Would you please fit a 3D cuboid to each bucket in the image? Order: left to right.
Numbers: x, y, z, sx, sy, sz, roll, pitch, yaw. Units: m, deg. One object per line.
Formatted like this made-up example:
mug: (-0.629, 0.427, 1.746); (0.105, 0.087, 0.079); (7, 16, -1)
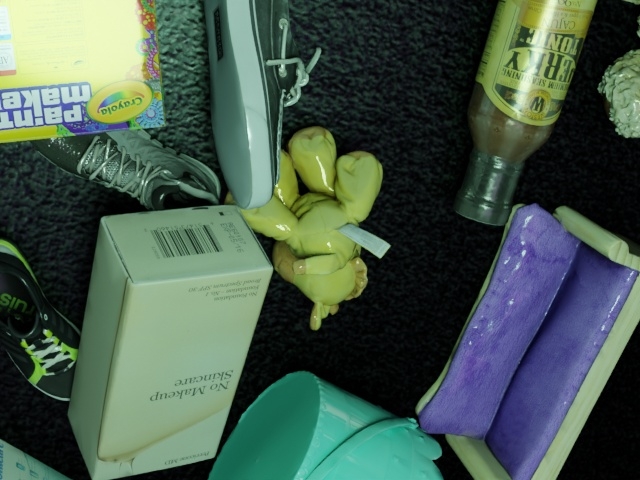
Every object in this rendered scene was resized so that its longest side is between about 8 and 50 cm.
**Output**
bucket: (-0.006, 0.305, 1.276); (0.183, 0.281, 0.281); (35, 97, -20)

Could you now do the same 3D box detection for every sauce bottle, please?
sauce bottle: (0.238, -0.188, 1.244); (0.111, 0.111, 0.344); (8, 107, -18)

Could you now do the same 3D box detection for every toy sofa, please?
toy sofa: (0.280, 0.144, 1.353); (0.177, 0.150, 0.362); (19, 103, -22)

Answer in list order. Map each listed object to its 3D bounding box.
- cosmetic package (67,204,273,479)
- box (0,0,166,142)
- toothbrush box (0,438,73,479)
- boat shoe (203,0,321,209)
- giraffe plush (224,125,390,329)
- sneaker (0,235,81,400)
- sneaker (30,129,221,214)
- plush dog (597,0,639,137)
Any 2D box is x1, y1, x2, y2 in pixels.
cosmetic package: (-0.173, 0.116, 1.167); (0.160, 0.113, 0.309); (-7, 134, -28)
box: (-0.311, -0.206, 0.996); (0.290, 0.279, 0.177); (-7, 111, -12)
toothbrush box: (-0.361, 0.399, 1.284); (0.295, 0.126, 0.216); (39, 95, -23)
boat shoe: (-0.061, -0.188, 1.139); (0.105, 0.113, 0.306); (-5, 83, -24)
giraffe plush: (0.000, 0.000, 1.234); (0.181, 0.210, 0.170); (-31, 149, -18)
sneaker: (-0.333, 0.103, 1.200); (0.084, 0.097, 0.234); (-31, 114, -2)
sneaker: (-0.203, -0.077, 1.151); (0.229, 0.132, 0.086); (21, 103, -21)
plush dog: (0.454, -0.240, 1.220); (0.211, 0.225, 0.262); (-9, 111, -12)
